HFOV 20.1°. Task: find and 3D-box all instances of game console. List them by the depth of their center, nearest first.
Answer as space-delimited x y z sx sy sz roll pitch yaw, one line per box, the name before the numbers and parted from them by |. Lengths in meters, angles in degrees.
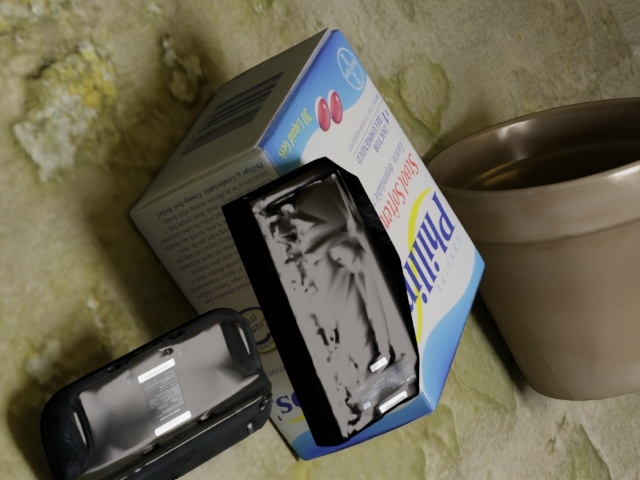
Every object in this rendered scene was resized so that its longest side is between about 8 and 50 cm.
game console | -0.067 0.085 1.401 0.361 0.044 0.213 -28 101 -37

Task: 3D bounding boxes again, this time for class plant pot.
plant pot | 0.301 0.016 2.054 0.323 0.323 0.280 -49 129 -61

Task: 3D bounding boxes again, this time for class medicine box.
medicine box | 0.000 0.000 1.645 0.289 0.149 0.263 56 29 -18
